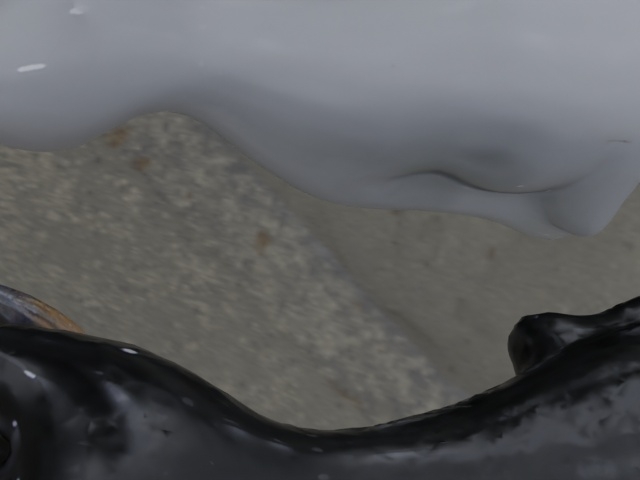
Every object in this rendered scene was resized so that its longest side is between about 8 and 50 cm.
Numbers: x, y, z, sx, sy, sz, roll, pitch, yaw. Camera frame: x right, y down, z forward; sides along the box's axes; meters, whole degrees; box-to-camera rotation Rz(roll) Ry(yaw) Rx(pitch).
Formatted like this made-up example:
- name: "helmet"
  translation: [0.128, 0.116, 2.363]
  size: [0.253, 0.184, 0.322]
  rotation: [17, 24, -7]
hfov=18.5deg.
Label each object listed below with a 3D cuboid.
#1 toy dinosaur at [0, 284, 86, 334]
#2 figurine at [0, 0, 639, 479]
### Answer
- name: "toy dinosaur"
  translation: [-0.188, 0.077, 0.454]
  size: [0.296, 0.200, 0.127]
  rotation: [-21, 65, -26]
- name: "figurine"
  translation: [0.000, 0.000, 0.453]
  size: [0.209, 0.092, 0.215]
  rotation: [3, 52, -27]
